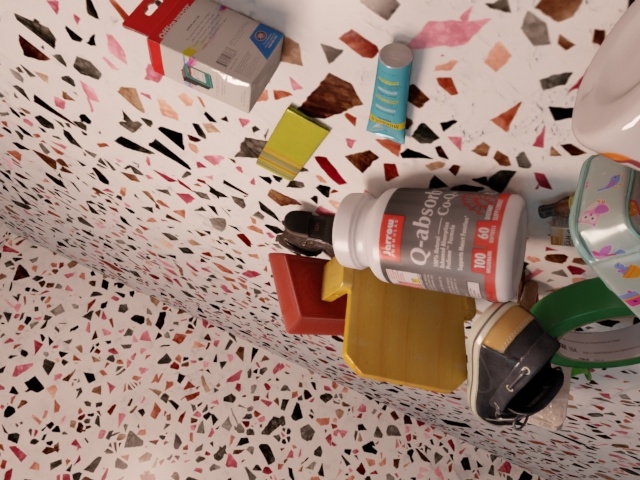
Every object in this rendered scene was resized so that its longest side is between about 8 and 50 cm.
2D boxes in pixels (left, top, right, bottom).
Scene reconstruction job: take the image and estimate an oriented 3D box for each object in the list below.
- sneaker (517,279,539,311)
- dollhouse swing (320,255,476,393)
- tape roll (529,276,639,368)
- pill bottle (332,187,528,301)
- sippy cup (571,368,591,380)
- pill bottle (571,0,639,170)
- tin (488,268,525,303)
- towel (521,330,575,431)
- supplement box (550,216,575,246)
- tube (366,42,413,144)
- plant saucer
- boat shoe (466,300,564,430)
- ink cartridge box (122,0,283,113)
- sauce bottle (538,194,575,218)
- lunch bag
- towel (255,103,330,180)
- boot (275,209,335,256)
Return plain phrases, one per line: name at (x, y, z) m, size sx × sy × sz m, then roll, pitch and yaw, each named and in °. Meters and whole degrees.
sneaker at (0.507, 0.163, 1.137) m, size 0.042 × 0.118 × 0.067 m, roll 19°, pitch 160°, yaw 34°
dollhouse swing at (0.180, 0.216, 1.191) m, size 0.347 × 0.305 × 0.315 m, roll 13°, pitch 161°, yaw -10°
tape roll at (0.632, 0.188, 1.015) m, size 0.321 × 0.077 × 0.321 m, roll 2°, pitch 144°, yaw 2°
pill bottle at (0.223, -0.003, 0.963) m, size 0.363 × 0.210 × 0.210 m, roll 7°, pitch 149°, yaw 30°
sippy cup at (0.639, 0.431, 1.420) m, size 0.305 × 0.240 × 0.224 m, roll 18°, pitch 166°, yaw 38°
pill bottle at (0.512, -0.127, 0.490) m, size 0.392 × 0.224 × 0.224 m, roll 24°, pitch 153°, yaw 0°
tin at (0.456, 0.109, 1.171) m, size 0.106 × 0.040 × 0.190 m, roll 14°, pitch 152°, yaw 28°
towel at (0.586, 0.362, 1.274) m, size 0.187 × 0.282 × 0.049 m, roll 5°, pitch 174°, yaw 32°
supplement box at (0.504, -0.017, 0.900) m, size 0.098 × 0.036 × 0.062 m, roll 6°, pitch 148°, yaw 32°
tube at (0.120, -0.243, 0.800) m, size 0.080 × 0.052 × 0.207 m, roll 29°, pitch 161°, yaw 15°
plant saucer at (-0.005, 0.143, 1.316) m, size 0.259 × 0.258 × 0.048 m, roll 11°, pitch 138°, yaw -36°
boat shoe at (0.435, 0.316, 1.024) m, size 0.156 × 0.187 × 0.500 m, roll 35°, pitch 160°, yaw 39°
ink cartridge box at (-0.196, -0.332, 0.791) m, size 0.231 × 0.134 × 0.078 m, roll 25°, pitch 154°, yaw 0°
sauce bottle at (0.465, -0.064, 0.842) m, size 0.042 × 0.042 × 0.128 m, roll 40°, pitch 150°, yaw -29°
lunch bag at (0.513, -0.007, 0.716) m, size 0.279 × 0.224 × 0.108 m, roll 39°, pitch 146°, yaw -16°
towel at (-0.067, -0.211, 1.037) m, size 0.102 × 0.021 × 0.237 m, roll 25°, pitch 153°, yaw -14°
boot at (0.000, 0.000, 1.309) m, size 0.263 × 0.091 × 0.229 m, roll 19°, pitch 162°, yaw 1°
